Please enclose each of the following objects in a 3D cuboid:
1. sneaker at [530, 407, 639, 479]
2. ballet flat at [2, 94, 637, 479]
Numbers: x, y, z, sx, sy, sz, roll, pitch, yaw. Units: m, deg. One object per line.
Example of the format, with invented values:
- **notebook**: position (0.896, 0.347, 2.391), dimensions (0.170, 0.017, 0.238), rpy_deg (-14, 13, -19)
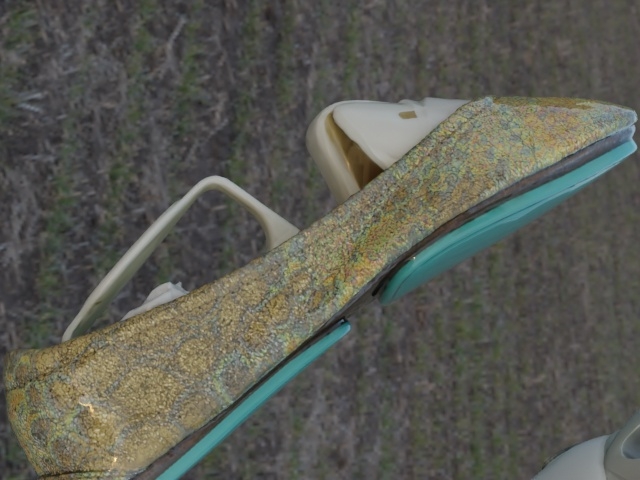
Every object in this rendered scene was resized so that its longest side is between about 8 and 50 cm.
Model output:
- **sneaker**: position (0.129, 0.229, 0.432), dimensions (0.122, 0.146, 0.330), rpy_deg (42, 31, -28)
- **ballet flat**: position (0.000, 0.000, 0.532), dimensions (0.123, 0.349, 0.123), rpy_deg (52, -11, 14)
